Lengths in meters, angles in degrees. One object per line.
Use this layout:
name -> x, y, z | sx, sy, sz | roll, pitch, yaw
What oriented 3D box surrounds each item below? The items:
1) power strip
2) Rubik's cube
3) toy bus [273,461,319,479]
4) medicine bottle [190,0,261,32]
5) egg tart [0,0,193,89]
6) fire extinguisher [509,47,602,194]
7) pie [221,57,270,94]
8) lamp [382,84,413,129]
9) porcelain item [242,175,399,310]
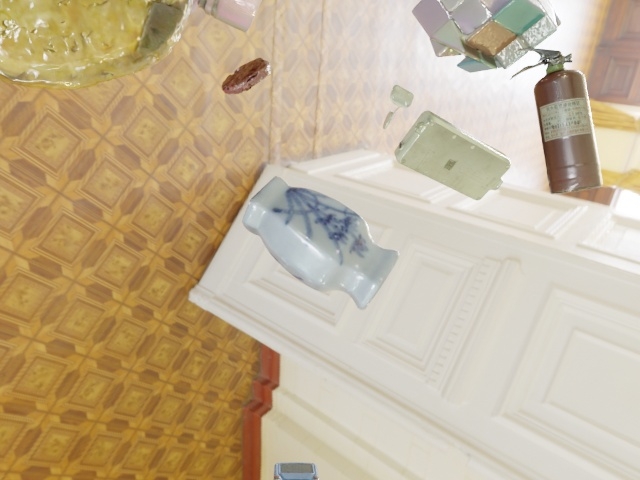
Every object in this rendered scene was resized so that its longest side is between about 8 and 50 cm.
power strip -> 0.282, -0.174, 1.003 | 0.270, 0.046, 0.118 | 20, 125, -25
Rubik's cube -> 0.494, -0.694, 1.420 | 0.368, 0.358, 0.387 | 53, 47, -2
toy bus -> -0.062, 0.648, 1.086 | 0.133, 0.116, 0.234 | -129, -137, -80
medicine bottle -> -0.283, -0.654, 1.087 | 0.324, 0.256, 0.256 | 21, 91, -19
egg tart -> -0.410, -0.445, 0.701 | 0.443, 0.443, 0.178 | -55, -178, -18
fire extinguisher -> 0.349, -0.184, 0.705 | 0.071, 0.099, 0.231 | -9, 88, -60
pie -> -0.195, -0.431, 1.244 | 0.153, 0.153, 0.038 | -51, 129, -23
lamp -> 0.177, -0.331, 1.184 | 0.198, 0.056, 0.050 | 155, -45, -81
porcelain item -> 0.000, 0.000, 1.270 | 0.242, 0.405, 0.178 | -51, 172, -36
